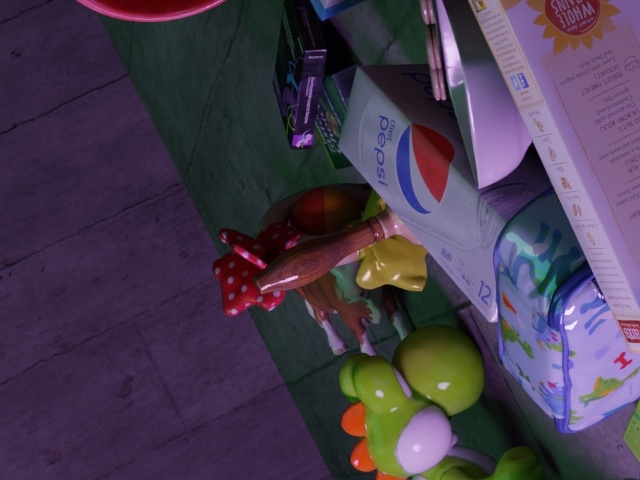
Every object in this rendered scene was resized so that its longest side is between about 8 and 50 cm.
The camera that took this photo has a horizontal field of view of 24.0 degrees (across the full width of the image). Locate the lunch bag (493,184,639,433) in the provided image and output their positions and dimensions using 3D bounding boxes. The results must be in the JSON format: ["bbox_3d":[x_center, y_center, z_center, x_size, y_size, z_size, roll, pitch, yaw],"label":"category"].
[{"bbox_3d":[0.208,0.025,1.010,0.090,0.176,0.219,50,165,32],"label":"lunch bag"}]

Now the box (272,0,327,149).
[{"bbox_3d":[-0.026,-0.201,1.742,0.162,0.029,0.116,102,159,-49],"label":"box"}]

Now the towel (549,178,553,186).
[{"bbox_3d":[0.162,-0.147,1.009,0.285,0.034,0.209,81,-178,-59],"label":"towel"}]

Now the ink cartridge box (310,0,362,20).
[{"bbox_3d":[0.012,-0.297,1.443,0.104,0.060,0.180,63,169,8],"label":"ink cartridge box"}]

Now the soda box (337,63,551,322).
[{"bbox_3d":[0.126,-0.050,1.329,0.286,0.098,0.091,53,138,44],"label":"soda box"}]

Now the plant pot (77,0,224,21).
[{"bbox_3d":[-0.193,-0.415,1.655,0.243,0.275,0.275,-113,5,-48],"label":"plant pot"}]

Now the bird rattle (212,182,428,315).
[{"bbox_3d":[0.000,0.000,1.745,0.207,0.253,0.143,-84,-24,-64],"label":"bird rattle"}]

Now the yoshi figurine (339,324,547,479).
[{"bbox_3d":[0.174,0.243,1.771,0.362,0.203,0.203,53,-147,-21],"label":"yoshi figurine"}]

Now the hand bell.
[{"bbox_3d":[0.045,-0.008,1.475,0.126,0.242,0.126,59,167,23],"label":"hand bell"}]

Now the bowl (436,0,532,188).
[{"bbox_3d":[0.134,-0.133,1.221,0.142,0.053,0.142,-101,-3,-47],"label":"bowl"}]

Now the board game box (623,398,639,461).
[{"bbox_3d":[0.307,0.157,1.204,0.124,0.039,0.259,58,170,24],"label":"board game box"}]

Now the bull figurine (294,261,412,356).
[{"bbox_3d":[0.038,0.067,2.022,0.188,0.101,0.310,65,168,-15],"label":"bull figurine"}]

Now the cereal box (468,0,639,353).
[{"bbox_3d":[0.199,-0.080,0.821,0.240,0.173,0.047,66,166,-6],"label":"cereal box"}]

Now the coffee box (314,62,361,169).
[{"bbox_3d":[0.029,-0.141,1.754,0.113,0.040,0.184,65,168,-7],"label":"coffee box"}]

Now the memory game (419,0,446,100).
[{"bbox_3d":[0.087,-0.206,1.244,0.186,0.012,0.186,-7,-90,-84],"label":"memory game"}]
